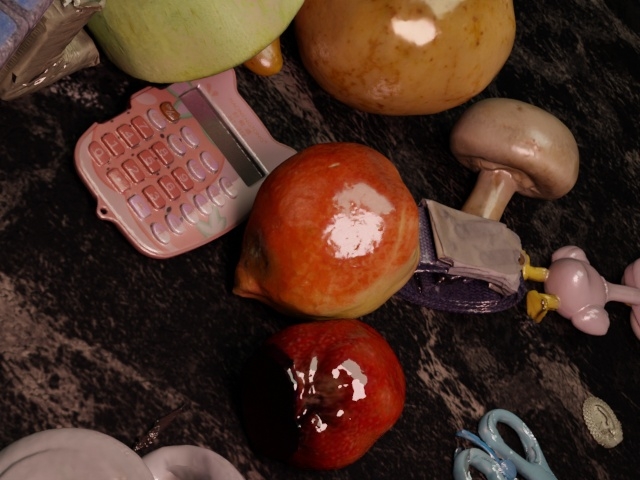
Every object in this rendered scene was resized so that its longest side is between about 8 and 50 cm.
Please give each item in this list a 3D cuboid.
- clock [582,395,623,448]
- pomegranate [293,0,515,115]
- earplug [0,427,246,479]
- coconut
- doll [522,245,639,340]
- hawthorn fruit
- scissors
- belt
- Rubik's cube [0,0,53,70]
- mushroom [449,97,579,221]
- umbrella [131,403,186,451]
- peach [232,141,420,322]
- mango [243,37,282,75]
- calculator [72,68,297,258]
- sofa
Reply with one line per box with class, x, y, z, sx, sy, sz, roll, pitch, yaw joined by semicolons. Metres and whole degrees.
clock;0.423;0.272;2.108;0.074;0.010;0.083;-22;77;-45
pomegranate;0.125;-0.350;2.033;0.342;0.342;0.342;21;51;-29
earplug;-0.211;0.307;1.452;0.325;0.175;0.214;6;63;-26
coconut;-0.167;-0.347;1.806;0.328;0.328;0.281;-2;26;-41
doll;0.464;0.086;2.206;0.365;0.094;0.160;12;48;-36
hawthorn fruit;0.013;0.183;1.719;0.189;0.189;0.251;60;25;9
scissors;0.336;0.382;1.946;0.393;0.032;0.180;40;45;-12
belt;0.185;0.019;1.980;0.230;0.139;0.126;15;55;-30
Rubik's cube;-0.497;-0.203;1.438;0.301;0.304;0.305;38;46;-14
mushroom;0.281;-0.106;2.132;0.207;0.207;0.215;32;78;-20
umbrella;-0.192;0.222;1.623;0.022;0.013;0.122;39;41;18
peach;0.000;0.000;1.796;0.232;0.256;0.232;-23;90;-90
mango;-0.091;-0.286;2.007;0.080;0.060;0.114;-14;77;-41
calculator;-0.181;-0.101;1.824;0.220;0.048;0.329;54;45;0
sofa;-0.344;-0.310;1.693;0.210;0.225;0.176;52;46;4
